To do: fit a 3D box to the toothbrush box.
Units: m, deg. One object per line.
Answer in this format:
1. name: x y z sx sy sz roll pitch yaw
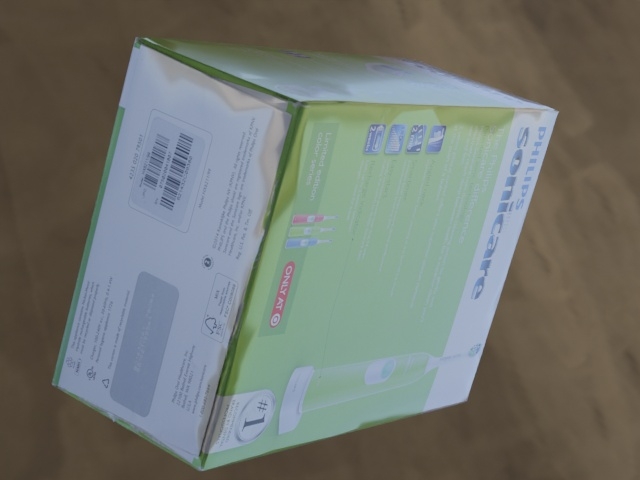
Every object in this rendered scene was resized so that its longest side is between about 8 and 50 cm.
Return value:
1. toothbrush box: 0.000 0.000 0.956 0.122 0.206 0.283 25 -163 33
